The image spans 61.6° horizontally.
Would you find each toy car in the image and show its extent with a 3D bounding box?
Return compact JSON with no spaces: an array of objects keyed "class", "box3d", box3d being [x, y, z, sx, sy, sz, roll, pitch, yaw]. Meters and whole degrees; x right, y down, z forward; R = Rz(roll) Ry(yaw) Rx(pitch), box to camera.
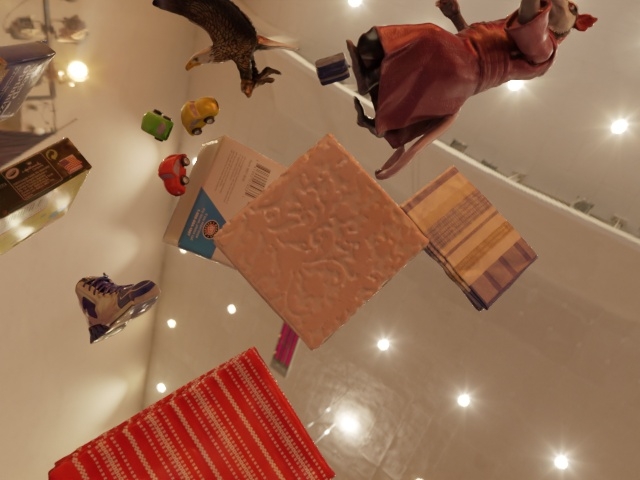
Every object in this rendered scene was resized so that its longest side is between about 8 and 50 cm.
[{"class":"toy car","box3d":[-0.350,-0.244,1.222,0.225,0.053,0.238,33,-78,33]}]

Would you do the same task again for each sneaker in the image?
[{"class":"sneaker","box3d":[-0.608,0.165,1.531,0.316,0.127,0.182,-33,-95,37]}]

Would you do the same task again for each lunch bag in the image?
[{"class":"lunch bag","box3d":[0.038,-0.471,1.487,0.099,0.067,0.065,-14,-53,9]}]

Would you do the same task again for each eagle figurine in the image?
[{"class":"eagle figurine","box3d":[-0.223,-0.463,1.193,0.226,0.225,0.298,-7,-59,44]}]

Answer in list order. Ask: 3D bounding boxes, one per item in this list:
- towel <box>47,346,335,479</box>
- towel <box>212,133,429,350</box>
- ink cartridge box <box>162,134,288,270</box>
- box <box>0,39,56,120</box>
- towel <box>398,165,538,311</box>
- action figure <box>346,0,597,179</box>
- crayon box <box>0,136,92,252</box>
[{"class":"towel","box3d":[-0.143,0.272,0.627,0.198,0.275,0.031,56,-24,13]},{"class":"towel","box3d":[0.000,0.000,1.094,0.332,0.053,0.317,-42,-97,-1]},{"class":"ink cartridge box","box3d":[-0.157,-0.049,1.391,0.166,0.395,0.285,7,-107,60]},{"class":"box","box3d":[-0.482,-0.239,0.823,0.037,0.225,0.136,37,-74,-19]},{"class":"towel","box3d":[0.311,-0.011,1.154,0.285,0.209,0.034,49,-24,7]},{"class":"action figure","box3d":[0.232,-0.259,0.792,0.371,0.248,0.275,-15,-80,1]},{"class":"crayon box","box3d":[-0.610,-0.073,1.105,0.081,0.202,0.319,52,-38,-8]}]
